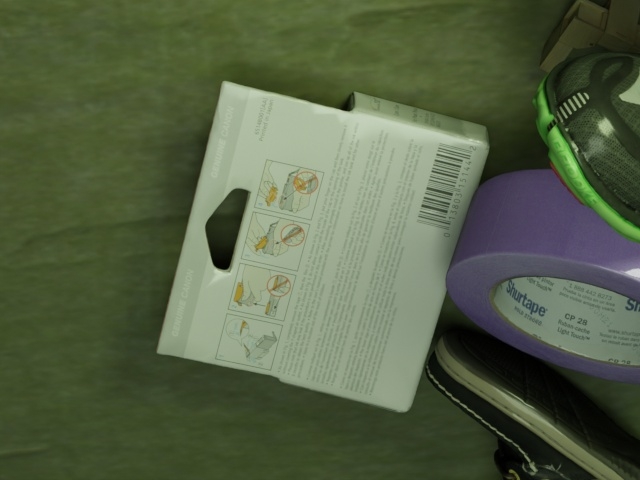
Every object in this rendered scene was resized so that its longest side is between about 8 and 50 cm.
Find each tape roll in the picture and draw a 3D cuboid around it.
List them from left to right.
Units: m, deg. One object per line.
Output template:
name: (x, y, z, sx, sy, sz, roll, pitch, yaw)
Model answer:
tape roll: (0.258, 0.039, 1.841, 0.275, 0.275, 0.090, 23, 70, -7)

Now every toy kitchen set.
toy kitchen set: (0.263, -0.190, 1.870, 0.083, 0.068, 0.075, 25, 139, -8)

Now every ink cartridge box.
ink cartridge box: (0.000, 0.000, 1.940, 0.261, 0.066, 0.296, 14, 111, -4)

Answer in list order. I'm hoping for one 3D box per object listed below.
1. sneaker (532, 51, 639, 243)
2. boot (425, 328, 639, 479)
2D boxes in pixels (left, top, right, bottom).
sneaker: (0.385, -0.114, 1.689, 0.483, 0.185, 0.202, -3, 150, -32)
boot: (0.194, 0.286, 2.015, 0.377, 0.138, 0.284, 35, 109, -19)
